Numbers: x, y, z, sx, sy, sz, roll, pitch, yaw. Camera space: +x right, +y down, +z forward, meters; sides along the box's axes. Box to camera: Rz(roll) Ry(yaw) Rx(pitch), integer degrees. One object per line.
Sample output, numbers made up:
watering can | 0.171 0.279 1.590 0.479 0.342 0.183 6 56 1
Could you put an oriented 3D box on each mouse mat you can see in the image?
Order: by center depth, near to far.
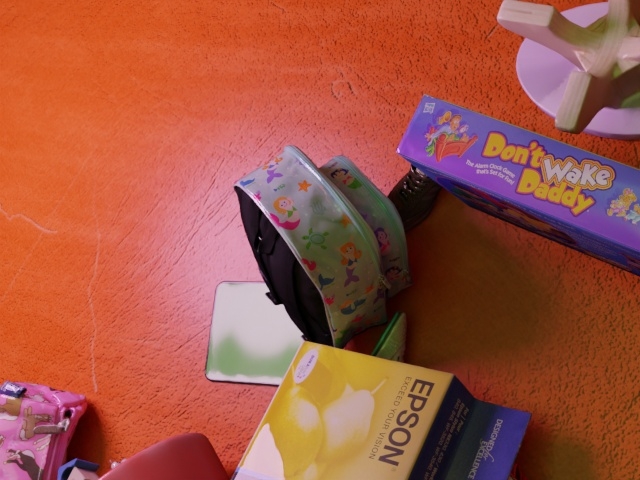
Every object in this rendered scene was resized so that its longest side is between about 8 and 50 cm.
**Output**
mouse mat | -0.084 0.134 1.413 0.189 0.007 0.153 0 76 29

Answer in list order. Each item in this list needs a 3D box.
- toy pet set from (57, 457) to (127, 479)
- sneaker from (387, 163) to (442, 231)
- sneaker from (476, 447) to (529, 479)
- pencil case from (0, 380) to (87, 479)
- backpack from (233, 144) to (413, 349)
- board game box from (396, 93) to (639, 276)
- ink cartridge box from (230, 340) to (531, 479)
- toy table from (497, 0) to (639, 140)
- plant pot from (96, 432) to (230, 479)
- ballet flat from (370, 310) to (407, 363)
toy pet set | -0.333 0.373 1.441 0.065 0.114 0.122 26 88 50
sneaker | 0.138 -0.090 1.306 0.188 0.071 0.066 -47 59 10
sneaker | 0.151 0.301 1.180 0.270 0.090 0.145 26 88 31
pencil case | -0.467 0.412 1.474 0.160 0.167 0.386 11 80 -8
backpack | 0.000 0.000 1.255 0.191 0.253 0.225 -36 56 -6
board game box | 0.288 -0.044 1.109 0.347 0.233 0.078 26 91 33
ink cartridge box | 0.048 0.280 1.130 0.307 0.072 0.304 6 53 35
toy table | 0.349 -0.227 1.170 0.274 0.161 0.252 4 79 30
plant pot | -0.191 0.426 1.256 0.275 0.275 0.243 -46 69 12
ballet flat | 0.080 0.173 1.286 0.052 0.057 0.168 33 98 5
